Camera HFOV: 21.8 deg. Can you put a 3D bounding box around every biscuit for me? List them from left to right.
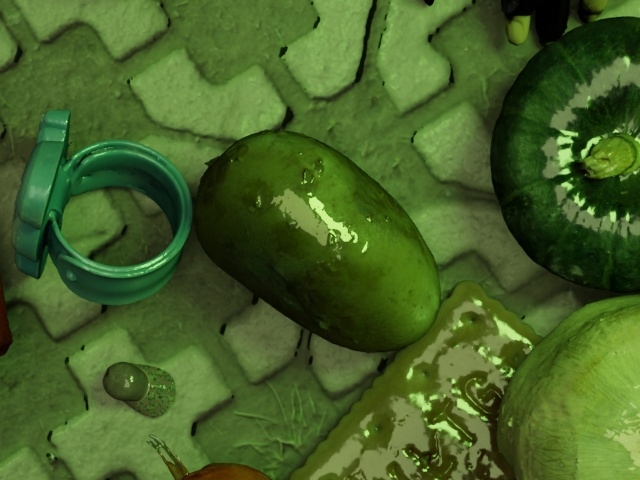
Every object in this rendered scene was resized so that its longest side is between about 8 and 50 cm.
[{"bbox_3d":[0.139,0.226,1.864,0.217,0.044,0.325,43,87,3],"label":"biscuit"}]

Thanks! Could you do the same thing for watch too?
[{"bbox_3d":[-0.241,-0.033,1.864,0.193,0.211,0.211,15,92,-5],"label":"watch"}]

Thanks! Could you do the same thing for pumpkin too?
[{"bbox_3d":[0.327,-0.094,1.778,0.300,0.207,0.300,-1,85,14],"label":"pumpkin"}]

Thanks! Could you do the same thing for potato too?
[{"bbox_3d":[0.000,0.000,1.823,0.307,0.210,0.173,38,52,-2],"label":"potato"}]

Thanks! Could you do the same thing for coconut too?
[{"bbox_3d":[0.344,0.208,1.726,0.297,0.254,0.297,-3,106,-10],"label":"coconut"}]

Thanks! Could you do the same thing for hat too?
[{"bbox_3d":[-0.211,0.170,1.918,0.087,0.042,0.058,29,94,5],"label":"hat"}]

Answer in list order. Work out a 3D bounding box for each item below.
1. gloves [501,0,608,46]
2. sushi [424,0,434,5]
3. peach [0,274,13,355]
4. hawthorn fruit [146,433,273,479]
[{"bbox_3d":[0.280,-0.354,1.825,0.197,0.152,0.301,29,109,32],"label":"gloves"},{"bbox_3d":[0.107,-0.329,1.863,0.094,0.084,0.098,26,90,8],"label":"sushi"},{"bbox_3d":[-0.525,0.064,1.830,0.290,0.372,0.373,-36,86,38],"label":"peach"},{"bbox_3d":[-0.110,0.339,1.837,0.211,0.211,0.299,-32,73,5],"label":"hawthorn fruit"}]
